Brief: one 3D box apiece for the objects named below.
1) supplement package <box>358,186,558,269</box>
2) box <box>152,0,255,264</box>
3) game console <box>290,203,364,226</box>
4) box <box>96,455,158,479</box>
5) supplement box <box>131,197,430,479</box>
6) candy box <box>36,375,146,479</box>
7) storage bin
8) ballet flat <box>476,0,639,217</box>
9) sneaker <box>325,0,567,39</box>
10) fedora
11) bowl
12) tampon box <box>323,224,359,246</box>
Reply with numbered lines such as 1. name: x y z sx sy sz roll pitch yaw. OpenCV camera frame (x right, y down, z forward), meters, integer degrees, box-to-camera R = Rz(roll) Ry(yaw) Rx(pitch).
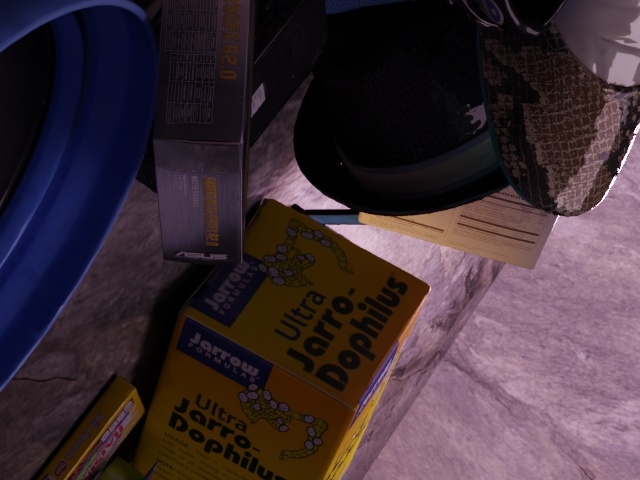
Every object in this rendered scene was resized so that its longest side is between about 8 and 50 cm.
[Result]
1. supplement package: 0.170 -0.140 1.896 0.263 0.198 0.199 105 1 -57
2. box: -0.071 -0.124 1.211 0.183 0.056 0.231 97 -5 -65
3. game console: 0.000 0.000 2.027 0.107 0.071 0.122 -56 167 1
4. box: -0.237 0.290 1.860 0.178 0.042 0.109 -53 -179 13
5. supplement box: -0.054 0.169 1.918 0.194 0.195 0.356 -55 170 -43
6. candy box: -0.243 0.228 1.800 0.206 0.027 0.105 -53 171 -14
7. storage bin: -0.080 -0.122 1.388 0.180 0.084 0.122 -54 168 -14
8. ballet flat: 0.219 -0.266 1.505 0.182 0.164 0.483 -29 -128 52
9. sneaker: 0.108 -0.224 1.394 0.130 0.330 0.147 41 47 -43
10. fedora: 0.100 -0.184 1.632 0.334 0.334 0.152 -52 137 -17
11. bowl: -0.243 0.005 1.119 0.391 0.077 0.391 -52 167 -18
12. tampon box: 0.001 0.074 2.146 0.161 0.101 0.120 -56 168 1
